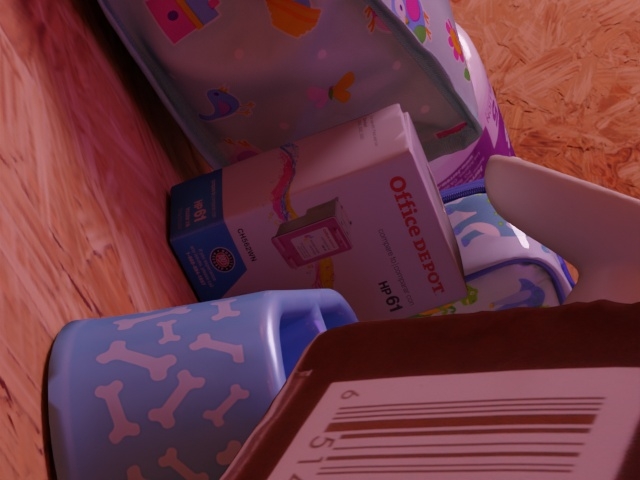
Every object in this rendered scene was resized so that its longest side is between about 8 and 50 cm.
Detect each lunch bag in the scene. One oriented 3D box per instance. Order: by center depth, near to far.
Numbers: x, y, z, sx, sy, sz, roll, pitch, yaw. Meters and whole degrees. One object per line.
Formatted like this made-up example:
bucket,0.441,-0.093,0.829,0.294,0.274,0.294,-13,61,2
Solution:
lunch bag,-0.042,-0.172,0.782,0.262,0.160,0.223,47,25,-43
lunch bag,0.085,0.061,0.975,0.219,0.176,0.090,59,13,-51

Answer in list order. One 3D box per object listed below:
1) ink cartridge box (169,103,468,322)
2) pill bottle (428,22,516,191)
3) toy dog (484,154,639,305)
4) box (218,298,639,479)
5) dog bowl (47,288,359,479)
ink cartridge box,0.000,0.000,0.733,0.052,0.122,0.088,-98,166,-58
pill bottle,0.076,-0.037,1.195,0.301,0.169,0.169,59,13,-54
toy dog,0.197,0.216,0.730,0.284,0.408,0.395,17,6,-41
box,0.081,0.223,0.422,0.191,0.143,0.381,-52,126,-46
dog bowl,-0.014,0.095,0.582,0.297,0.074,0.166,9,61,-81
